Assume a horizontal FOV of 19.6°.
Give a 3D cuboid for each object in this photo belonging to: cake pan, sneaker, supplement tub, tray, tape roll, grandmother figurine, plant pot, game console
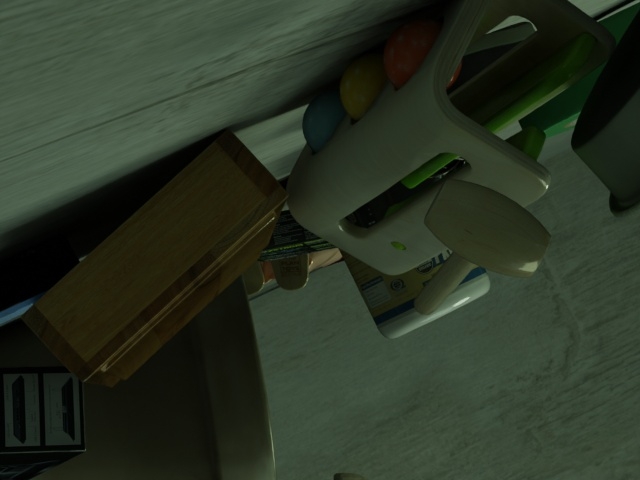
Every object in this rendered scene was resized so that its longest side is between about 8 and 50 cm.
[{"bbox_3d":[0.256,-0.150,1.214,0.293,0.054,0.293,-57,-178,4],"label":"cake pan"},{"bbox_3d":[0.110,-0.091,1.525,0.222,0.118,0.083,-29,176,42],"label":"sneaker"},{"bbox_3d":[0.095,-0.001,2.162,0.144,0.199,0.144,-26,178,-1],"label":"supplement tub"},{"bbox_3d":[-0.129,0.030,1.535,0.203,0.076,0.411,-43,178,-6],"label":"tray"},{"bbox_3d":[0.350,-0.201,1.945,0.321,0.077,0.321,-23,177,-1],"label":"tape roll"},{"bbox_3d":[0.000,0.000,2.458,0.208,0.104,0.342,2,-170,19],"label":"grandmother figurine"},{"bbox_3d":[-0.211,0.173,2.020,0.280,0.323,0.323,-10,175,-6],"label":"plant pot"},{"bbox_3d":[-0.241,0.054,1.462,0.122,0.071,0.107,-25,146,-9],"label":"game console"}]

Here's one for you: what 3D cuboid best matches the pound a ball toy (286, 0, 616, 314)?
[{"bbox_3d":[0.065,-0.058,1.278,0.208,0.136,0.319,-62,-169,-22],"label":"pound a ball toy"}]

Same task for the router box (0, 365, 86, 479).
[{"bbox_3d":[-0.368,0.178,1.709,0.243,0.081,0.309,0,167,-21],"label":"router box"}]

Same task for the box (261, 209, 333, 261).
[{"bbox_3d":[0.009,-0.015,1.992,0.191,0.045,0.184,-11,174,7],"label":"box"}]

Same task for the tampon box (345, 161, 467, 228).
[{"bbox_3d":[0.070,-0.064,1.807,0.120,0.101,0.161,-25,177,-5],"label":"tampon box"}]

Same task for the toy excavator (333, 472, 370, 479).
[{"bbox_3d":[-0.183,0.279,2.297,0.433,0.445,0.222,-25,177,-8],"label":"toy excavator"}]
